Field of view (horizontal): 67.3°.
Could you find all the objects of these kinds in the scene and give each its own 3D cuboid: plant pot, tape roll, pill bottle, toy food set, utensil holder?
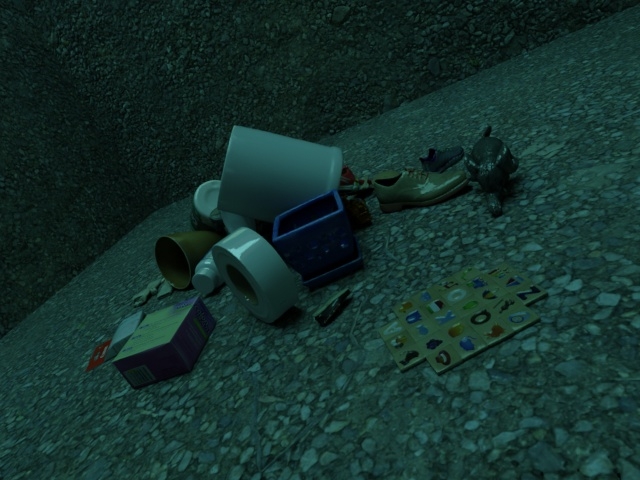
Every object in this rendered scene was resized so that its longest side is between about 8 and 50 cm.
[{"bbox_3d":[-0.543,0.054,2.086,0.237,0.237,0.254,-9,12,40],"label":"plant pot"},{"bbox_3d":[-0.193,0.104,1.409,0.100,0.286,0.286,-37,23,-27],"label":"tape roll"},{"bbox_3d":[-0.417,0.111,1.891,0.124,0.124,0.222,-18,23,23],"label":"pill bottle"},{"bbox_3d":[0.271,-0.242,1.969,0.191,0.039,0.132,-7,33,15],"label":"toy food set"},{"bbox_3d":[0.000,0.000,1.515,0.235,0.212,0.236,-25,21,7],"label":"plant pot"},{"bbox_3d":[-0.507,-0.114,2.259,0.204,0.204,0.361,-39,-5,-29],"label":"pill bottle"},{"bbox_3d":[-0.149,-0.213,1.717,0.385,0.328,0.328,11,18,-10],"label":"utensil holder"},{"bbox_3d":[-0.212,-0.149,1.994,0.362,0.210,0.210,-30,18,-37],"label":"pill bottle"}]

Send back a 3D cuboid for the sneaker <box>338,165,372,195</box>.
[{"bbox_3d":[0.127,-0.254,2.005,0.107,0.119,0.279,-17,-5,37],"label":"sneaker"}]

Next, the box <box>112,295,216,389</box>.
[{"bbox_3d":[-0.476,0.313,1.494,0.213,0.117,0.243,-21,22,17],"label":"box"}]

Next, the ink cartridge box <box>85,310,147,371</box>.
[{"bbox_3d":[-0.773,0.373,1.808,0.232,0.066,0.189,-24,21,-4],"label":"ink cartridge box"}]

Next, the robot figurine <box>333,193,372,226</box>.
[{"bbox_3d":[0.088,-0.106,1.837,0.211,0.085,0.291,-27,21,-3],"label":"robot figurine"}]

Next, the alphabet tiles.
[{"bbox_3d":[0.300,0.160,1.054,0.342,0.011,0.285,-28,21,-1],"label":"alphabet tiles"}]

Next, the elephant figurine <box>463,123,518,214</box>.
[{"bbox_3d":[0.509,-0.214,1.430,0.169,0.186,0.239,-56,-8,28],"label":"elephant figurine"}]

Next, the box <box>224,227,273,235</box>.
[{"bbox_3d":[-0.270,-0.094,2.169,0.121,0.148,0.311,-7,27,45],"label":"box"}]

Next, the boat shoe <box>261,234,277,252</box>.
[{"bbox_3d":[-0.279,0.100,1.781,0.158,0.127,0.340,-27,12,20],"label":"boat shoe"}]

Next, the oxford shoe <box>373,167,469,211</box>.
[{"bbox_3d":[0.341,-0.196,1.674,0.348,0.130,0.123,-14,24,32],"label":"oxford shoe"}]

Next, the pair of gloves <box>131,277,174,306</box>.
[{"bbox_3d":[-0.730,0.209,2.160,0.240,0.042,0.204,-20,22,21],"label":"pair of gloves"}]

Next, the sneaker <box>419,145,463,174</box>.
[{"bbox_3d":[0.478,-0.337,1.886,0.223,0.098,0.083,-39,23,-27],"label":"sneaker"}]

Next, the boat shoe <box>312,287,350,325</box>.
[{"bbox_3d":[0.036,0.177,1.298,0.133,0.042,0.049,-40,3,-30],"label":"boat shoe"}]

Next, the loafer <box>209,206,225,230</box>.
[{"bbox_3d":[-0.367,-0.138,2.075,0.096,0.084,0.267,33,53,26],"label":"loafer"}]
